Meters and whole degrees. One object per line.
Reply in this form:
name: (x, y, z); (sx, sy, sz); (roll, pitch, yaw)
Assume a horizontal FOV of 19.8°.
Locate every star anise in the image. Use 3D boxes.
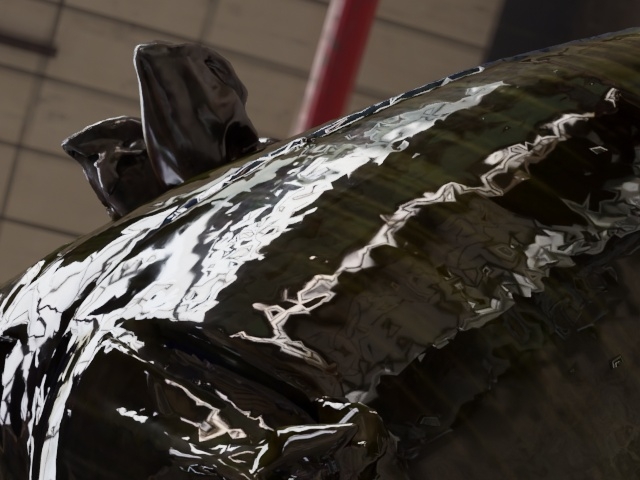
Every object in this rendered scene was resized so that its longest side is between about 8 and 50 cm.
star anise: (-0.002, 0.001, 0.927); (0.212, 0.283, 0.129); (84, -152, -56)

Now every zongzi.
zongzi: (0.027, 0.024, 0.736); (0.432, 0.403, 0.207); (13, 130, 56)
